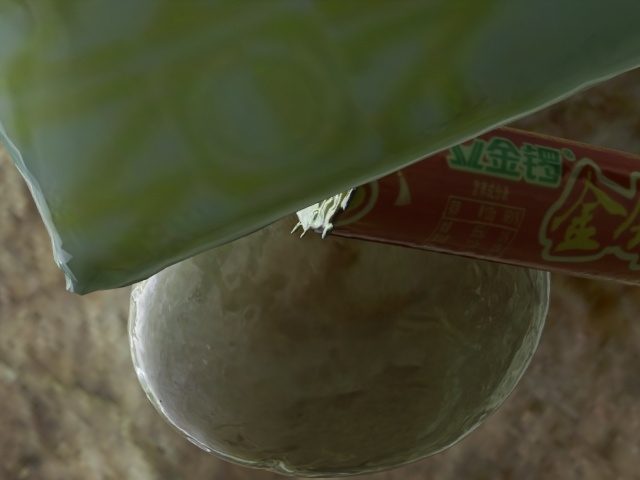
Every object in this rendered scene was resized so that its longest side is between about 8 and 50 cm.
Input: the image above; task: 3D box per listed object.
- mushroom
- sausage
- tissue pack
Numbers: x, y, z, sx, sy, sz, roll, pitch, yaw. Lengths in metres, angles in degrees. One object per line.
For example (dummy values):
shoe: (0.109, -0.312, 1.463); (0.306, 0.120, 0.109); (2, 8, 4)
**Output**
mushroom: (0.000, 0.000, 1.201); (0.290, 0.292, 0.292); (-115, -174, -46)
sausage: (0.115, -0.021, 0.924); (0.264, 0.083, 0.083); (9, -18, -25)
tissue pack: (0.069, -0.198, 0.349); (0.162, 0.388, 0.287); (-104, 171, -70)
